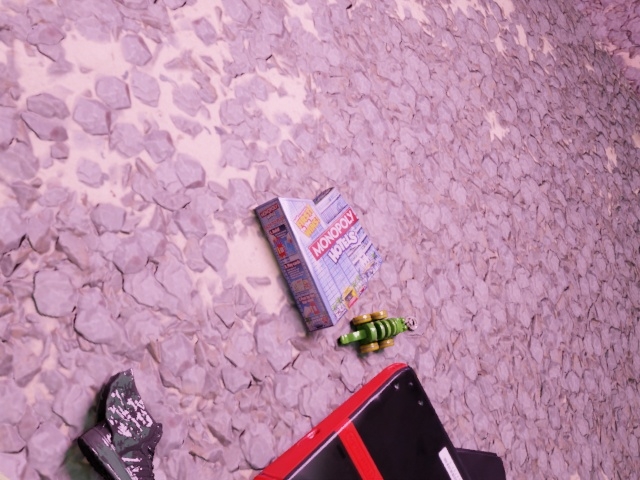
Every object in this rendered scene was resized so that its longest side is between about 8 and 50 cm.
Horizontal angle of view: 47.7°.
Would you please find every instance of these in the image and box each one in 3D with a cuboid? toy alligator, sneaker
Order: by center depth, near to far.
[{"bbox_3d":[-0.201,0.235,0.801,0.089,0.051,0.170,-40,99,-40],"label":"sneaker"},{"bbox_3d":[0.109,0.137,1.132,0.189,0.051,0.056,-5,78,-44],"label":"toy alligator"}]

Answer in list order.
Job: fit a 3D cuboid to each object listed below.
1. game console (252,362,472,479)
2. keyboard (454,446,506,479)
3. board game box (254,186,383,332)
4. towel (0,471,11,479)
[{"bbox_3d":[0.093,0.412,0.983,0.342,0.060,0.387,-33,99,-39],"label":"game console"},{"bbox_3d":[0.196,0.422,1.123,0.317,0.033,0.202,18,58,-37],"label":"keyboard"},{"bbox_3d":[0.000,0.000,1.077,0.194,0.060,0.194,57,45,-12],"label":"board game box"},{"bbox_3d":[-0.265,0.285,0.510,0.090,0.374,0.320,-40,120,-4],"label":"towel"}]
